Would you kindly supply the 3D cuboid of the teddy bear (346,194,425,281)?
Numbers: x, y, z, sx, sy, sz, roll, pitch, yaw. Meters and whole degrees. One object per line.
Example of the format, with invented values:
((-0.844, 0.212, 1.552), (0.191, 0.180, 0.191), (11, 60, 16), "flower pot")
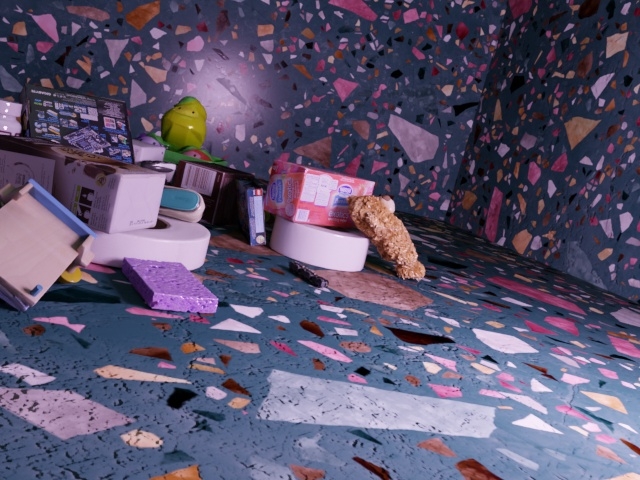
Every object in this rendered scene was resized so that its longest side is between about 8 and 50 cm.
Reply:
((0.207, -0.021, 1.832), (0.338, 0.113, 0.245), (53, 19, -23), "teddy bear")

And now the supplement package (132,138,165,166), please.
((-0.678, -0.250, 2.051), (0.293, 0.177, 0.175), (15, 9, 7), "supplement package")

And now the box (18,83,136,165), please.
((-0.680, -0.283, 1.816), (0.296, 0.293, 0.073), (3, -27, -40), "box")

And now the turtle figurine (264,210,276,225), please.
((-0.103, -0.055, 2.066), (0.270, 0.087, 0.217), (6, -12, 31), "turtle figurine")

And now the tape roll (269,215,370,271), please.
((0.000, 0.000, 1.854), (0.287, 0.100, 0.286), (14, 9, -2), "tape roll")

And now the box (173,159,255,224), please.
((-0.339, -0.151, 2.020), (0.169, 0.166, 0.203), (17, 9, 20), "box")

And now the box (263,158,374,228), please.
((-0.002, -0.131, 1.852), (0.142, 0.154, 0.300), (23, 13, 41), "box")

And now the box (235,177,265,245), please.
((-0.206, -0.089, 1.867), (0.044, 0.159, 0.233), (-7, 15, -14), "box")

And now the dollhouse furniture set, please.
((-0.527, 0.034, 0.924), (0.303, 0.198, 0.286), (43, 24, -18), "dollhouse furniture set")

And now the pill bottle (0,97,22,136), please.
((-0.869, -0.268, 1.712), (0.121, 0.221, 0.121), (14, 9, -2), "pill bottle")

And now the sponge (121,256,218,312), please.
((-0.275, 0.078, 1.154), (0.117, 0.031, 0.210), (9, 10, -32), "sponge")

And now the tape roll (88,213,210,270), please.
((-0.436, -0.023, 1.393), (0.393, 0.071, 0.392), (14, 8, -2), "tape roll")

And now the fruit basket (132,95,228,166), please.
((-0.521, -0.350, 2.335), (0.393, 0.391, 0.283), (15, 9, 2), "fruit basket")

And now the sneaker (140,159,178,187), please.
((-0.469, -0.181, 2.022), (0.100, 0.107, 0.271), (8, -12, 24), "sneaker")

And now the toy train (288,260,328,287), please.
((-0.029, 0.081, 1.544), (0.036, 0.027, 0.158), (12, 9, -37), "toy train")

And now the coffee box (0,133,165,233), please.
((-0.485, -0.115, 1.266), (0.297, 0.118, 0.168), (17, 10, 12), "coffee box")

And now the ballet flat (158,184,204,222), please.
((-0.387, -0.097, 1.496), (0.249, 0.086, 0.086), (17, 9, 6), "ballet flat")
